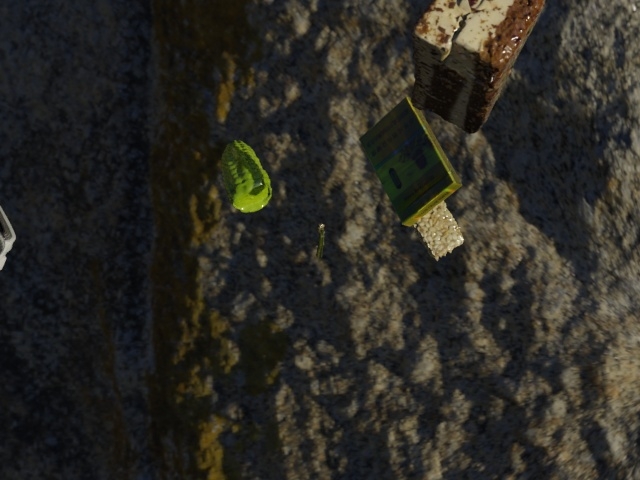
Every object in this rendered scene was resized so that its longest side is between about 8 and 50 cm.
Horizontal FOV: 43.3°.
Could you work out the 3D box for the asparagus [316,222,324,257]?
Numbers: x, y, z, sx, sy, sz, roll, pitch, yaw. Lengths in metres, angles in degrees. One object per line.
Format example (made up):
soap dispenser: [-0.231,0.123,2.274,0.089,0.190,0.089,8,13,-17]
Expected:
asparagus: [0.000,0.000,1.640,0.018,0.127,0.015,-38,68,-21]

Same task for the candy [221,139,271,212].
candy: [-0.166,-0.148,1.716,0.096,0.096,0.210,-39,41,15]

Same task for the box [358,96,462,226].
box: [0.151,-0.137,1.387,0.121,0.030,0.193,-40,60,28]

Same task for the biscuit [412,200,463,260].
biscuit: [0.211,-0.049,1.571,0.082,0.070,0.169,-32,89,1]

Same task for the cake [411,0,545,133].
cake: [0.185,-0.231,0.970,0.112,0.246,0.135,30,85,10]

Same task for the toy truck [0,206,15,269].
toy truck: [-0.363,0.008,0.627,0.110,0.215,0.116,48,121,33]
